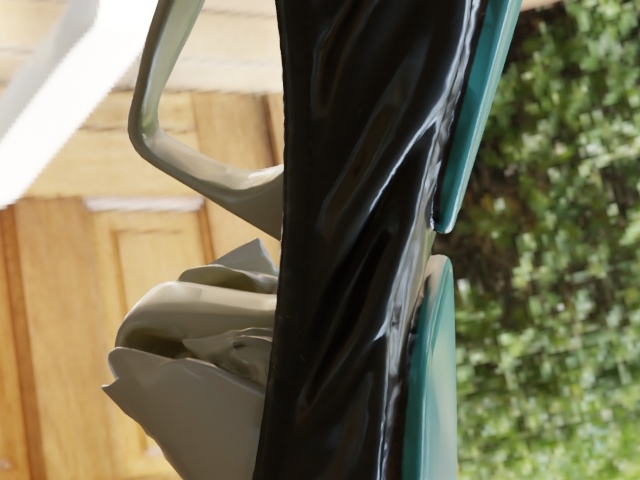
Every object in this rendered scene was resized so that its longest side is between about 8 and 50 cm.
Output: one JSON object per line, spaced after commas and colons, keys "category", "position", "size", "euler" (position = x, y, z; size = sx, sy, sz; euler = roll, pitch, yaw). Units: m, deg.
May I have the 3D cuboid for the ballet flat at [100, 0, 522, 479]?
{"category": "ballet flat", "position": [0.000, 0.000, 0.363], "size": [0.096, 0.280, 0.095], "euler": [9, -163, 10]}
